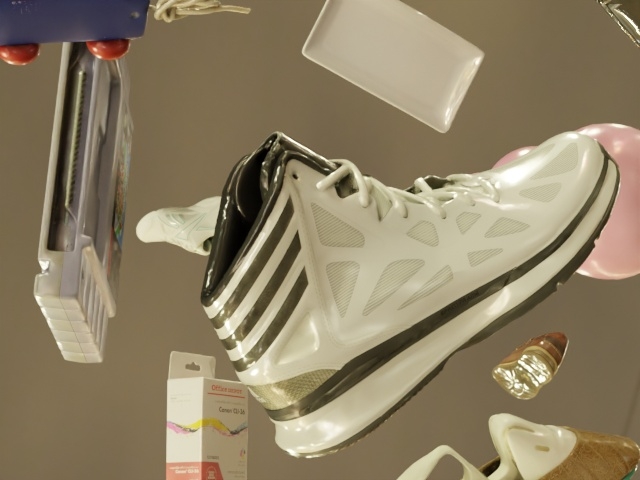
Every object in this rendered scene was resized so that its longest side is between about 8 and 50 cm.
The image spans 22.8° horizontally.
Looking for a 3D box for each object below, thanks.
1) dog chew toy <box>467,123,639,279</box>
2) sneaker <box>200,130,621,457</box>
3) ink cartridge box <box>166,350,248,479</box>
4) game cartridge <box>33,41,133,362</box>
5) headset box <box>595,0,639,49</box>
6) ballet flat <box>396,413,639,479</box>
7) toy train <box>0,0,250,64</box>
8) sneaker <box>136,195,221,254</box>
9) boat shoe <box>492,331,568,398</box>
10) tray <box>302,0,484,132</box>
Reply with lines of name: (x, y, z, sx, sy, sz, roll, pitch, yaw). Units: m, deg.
dog chew toy: (0.310, -0.040, 2.133, 0.206, 0.331, 0.207, 19, -113, -53)
sneaker: (0.080, -0.028, 1.484, 0.447, 0.169, 0.257, -39, -72, -22)
ink cartridge box: (-0.162, 0.260, 2.285, 0.115, 0.067, 0.198, 15, -109, -57)
game cartridge: (-0.249, -0.066, 1.723, 0.230, 0.068, 0.355, 80, -168, -68)
headset box: (0.251, -0.313, 1.372, 0.131, 0.283, 0.246, -34, -14, 15)
ballet flat: (0.167, 0.256, 1.637, 0.342, 0.116, 0.124, -26, -73, -6)
toy train: (-0.204, -0.256, 1.510, 0.248, 0.143, 0.105, -6, -37, -21)
sneaker: (-0.160, -0.011, 1.914, 0.053, 0.152, 0.061, 12, -110, -56)
boat shoe: (0.288, 0.168, 2.149, 0.060, 0.064, 0.178, -45, -3, -23)
tray: (0.110, -0.286, 2.422, 0.270, 0.030, 0.145, 27, -94, -20)
